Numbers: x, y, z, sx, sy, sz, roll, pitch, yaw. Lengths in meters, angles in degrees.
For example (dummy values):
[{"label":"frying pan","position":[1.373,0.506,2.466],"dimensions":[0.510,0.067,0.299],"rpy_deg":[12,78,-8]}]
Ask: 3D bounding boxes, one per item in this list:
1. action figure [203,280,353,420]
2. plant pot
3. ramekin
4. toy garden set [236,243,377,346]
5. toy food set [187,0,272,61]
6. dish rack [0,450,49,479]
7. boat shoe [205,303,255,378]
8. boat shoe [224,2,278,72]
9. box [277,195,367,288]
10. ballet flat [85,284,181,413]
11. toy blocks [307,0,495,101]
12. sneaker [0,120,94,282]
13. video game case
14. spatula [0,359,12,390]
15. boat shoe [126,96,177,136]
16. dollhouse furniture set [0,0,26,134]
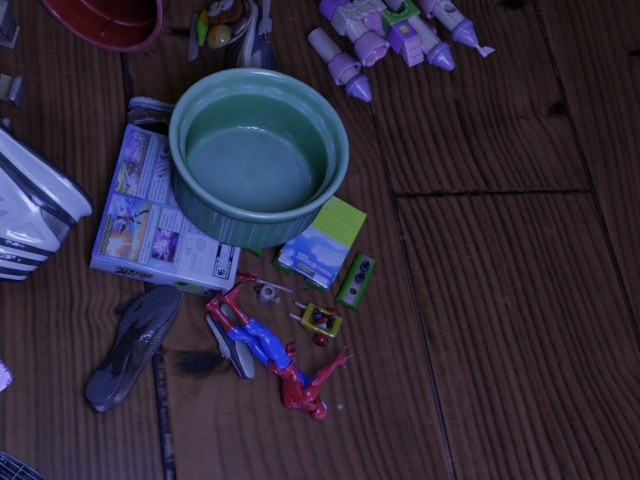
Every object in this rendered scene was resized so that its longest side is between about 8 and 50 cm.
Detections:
[{"label":"action figure","position":[-0.058,0.175,1.549],"dimensions":[0.280,0.091,0.139],"rpy_deg":[55,48,-11]},{"label":"plant pot","position":[-0.358,-0.541,1.704],"dimensions":[0.272,0.272,0.265],"rpy_deg":[30,52,-4]},{"label":"ramekin","position":[-0.114,-0.133,1.568],"dimensions":[0.304,0.148,0.303],"rpy_deg":[6,60,-11]},{"label":"toy garden set","position":[-0.034,0.057,1.650],"dimensions":[0.244,0.049,0.203],"rpy_deg":[29,60,-5]},{"label":"toy food set","position":[-0.184,-0.426,1.754],"dimensions":[0.038,0.192,0.132],"rpy_deg":[39,44,-51]},{"label":"dish rack","position":[-0.494,0.444,1.298],"dimensions":[0.208,0.074,0.271],"rpy_deg":[36,58,-2]},{"label":"boat shoe","position":[-0.153,0.177,1.558],"dimensions":[0.043,0.049,0.137],"rpy_deg":[-29,77,15]},{"label":"boat shoe","position":[-0.129,-0.333,1.774],"dimensions":[0.092,0.103,0.285],"rpy_deg":[17,57,-27]},{"label":"box","position":[0.000,0.000,1.639],"dimensions":[0.109,0.042,0.178],"rpy_deg":[30,58,-3]},{"label":"ballet flat","position":[-0.301,0.178,1.501],"dimensions":[0.084,0.058,0.249],"rpy_deg":[8,51,24]},{"label":"toy blocks","position":[0.173,-0.431,1.798],"dimensions":[0.289,0.309,0.260],"rpy_deg":[-29,72,-28]},{"label":"sneaker","position":[-0.601,-0.101,1.403],"dimensions":[0.447,0.169,0.257],"rpy_deg":[40,76,-11]},{"label":"video game case","position":[-0.255,-0.050,1.614],"dimensions":[0.244,0.061,0.269],"rpy_deg":[16,62,-14]},{"label":"spatula","position":[-0.604,0.128,1.425],"dimensions":[0.084,0.030,0.296],"rpy_deg":[-39,83,-27]},{"label":"boat shoe","position":[-0.267,-0.212,1.689],"dimensions":[0.183,0.066,0.066],"rpy_deg":[9,68,-5]},{"label":"dollhouse furniture set","position":[-0.616,-0.294,1.582],"dimensions":[0.212,0.161,0.242],"rpy_deg":[17,84,-12]}]
